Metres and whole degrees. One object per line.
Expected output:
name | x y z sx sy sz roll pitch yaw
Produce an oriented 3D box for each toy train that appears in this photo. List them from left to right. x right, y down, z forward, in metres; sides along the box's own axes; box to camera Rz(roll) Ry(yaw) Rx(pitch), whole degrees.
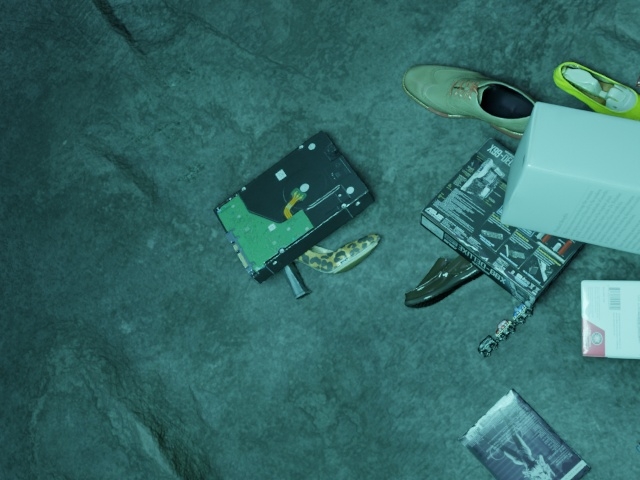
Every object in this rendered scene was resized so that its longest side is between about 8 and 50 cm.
toy train | 0.407 0.194 1.520 0.158 0.027 0.036 -46 61 8

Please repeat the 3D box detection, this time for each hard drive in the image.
hard drive | -0.069 -0.082 1.648 0.339 0.064 0.237 -36 55 2

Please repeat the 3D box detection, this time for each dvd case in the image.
dvd case | 0.432 0.454 1.476 0.164 0.018 0.221 -46 71 6

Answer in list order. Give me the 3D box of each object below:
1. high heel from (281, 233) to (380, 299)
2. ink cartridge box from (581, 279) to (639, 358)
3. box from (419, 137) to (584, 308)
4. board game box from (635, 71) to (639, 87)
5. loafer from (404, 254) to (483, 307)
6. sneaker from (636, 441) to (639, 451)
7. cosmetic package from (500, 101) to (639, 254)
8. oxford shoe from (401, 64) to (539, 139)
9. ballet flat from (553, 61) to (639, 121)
high heel | 0.000 0.000 1.645 0.261 0.093 0.186 -32 75 17
ink cartridge box | 0.649 0.162 1.410 0.218 0.092 0.158 0 82 20
box | 0.408 -0.044 1.495 0.307 0.076 0.242 39 78 19
board game box | 0.798 -0.451 1.487 0.145 0.027 0.281 18 88 21
loafer | 0.279 0.080 1.556 0.220 0.080 0.078 -29 70 2
sneaker | 0.688 0.393 1.357 0.125 0.104 0.261 -5 80 19
cosmetic package | 0.606 -0.098 1.333 0.453 0.230 0.161 13 64 8
oxford shoe | 0.342 -0.338 1.563 0.348 0.130 0.123 21 89 20
ballet flat | 0.612 -0.323 1.501 0.231 0.077 0.077 35 93 19
